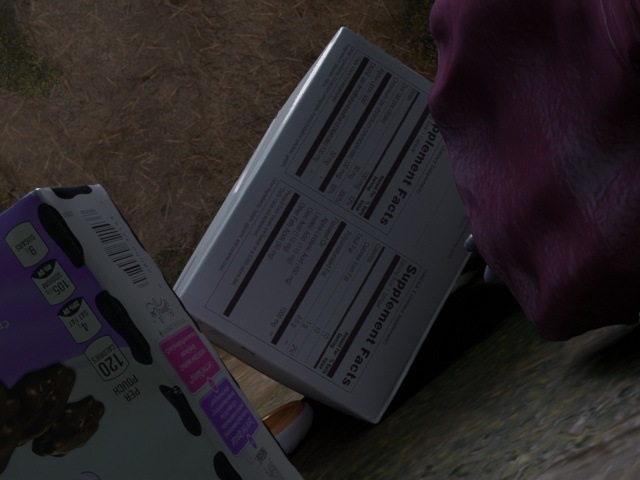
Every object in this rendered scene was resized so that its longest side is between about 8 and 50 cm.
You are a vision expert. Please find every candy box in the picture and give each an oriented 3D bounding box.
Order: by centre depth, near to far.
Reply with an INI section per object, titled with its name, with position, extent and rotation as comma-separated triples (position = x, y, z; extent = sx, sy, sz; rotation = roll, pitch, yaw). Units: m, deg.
[candy box]
position = -0.109, 0.103, 0.428
extent = 0.165, 0.196, 0.070
rotation = -35, 0, 9

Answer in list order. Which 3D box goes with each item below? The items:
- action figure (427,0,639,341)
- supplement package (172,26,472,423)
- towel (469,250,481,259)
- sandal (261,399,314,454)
[action figure]
position = 0.153, -0.083, 0.358
extent = 0.275, 0.248, 0.370
rotation = -28, -6, -12
[supplement package]
position = 0.000, 0.000, 0.755
extent = 0.204, 0.145, 0.262
rotation = -60, 6, -9
[towel]
position = 0.255, -0.111, 0.845
extent = 0.320, 0.090, 0.374
rotation = -40, 4, -20
[sandal]
position = -0.124, 0.172, 0.699
extent = 0.265, 0.076, 0.102
rotation = -37, 3, -24
